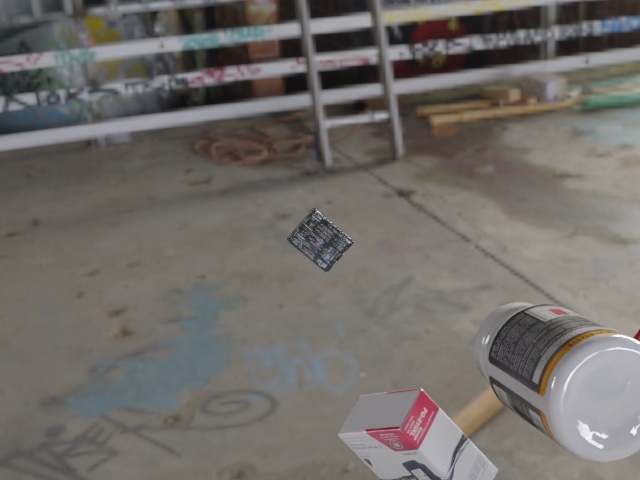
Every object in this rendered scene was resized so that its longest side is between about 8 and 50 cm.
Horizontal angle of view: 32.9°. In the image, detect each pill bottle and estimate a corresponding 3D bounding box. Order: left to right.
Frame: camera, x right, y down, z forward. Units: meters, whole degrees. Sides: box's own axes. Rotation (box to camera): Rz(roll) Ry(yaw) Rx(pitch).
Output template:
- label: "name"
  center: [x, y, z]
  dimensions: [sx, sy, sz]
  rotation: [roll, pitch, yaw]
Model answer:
- label: "pill bottle"
  center: [0.313, 0.171, 1.414]
  dimensions: [0.162, 0.162, 0.278]
  rotation: [-9, 11, -13]

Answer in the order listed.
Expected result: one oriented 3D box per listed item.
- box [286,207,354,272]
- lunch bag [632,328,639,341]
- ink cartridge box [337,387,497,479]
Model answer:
- label: "box"
  center: [0.000, 0.000, 1.694]
  dimensions: [0.067, 0.083, 0.018]
  rotation: [-49, 17, 6]
- label: "lunch bag"
  center: [0.583, 0.239, 1.634]
  dimensions: [0.120, 0.258, 0.293]
  rotation: [-11, 57, -16]
- label: "ink cartridge box"
  center: [0.177, 0.385, 1.963]
  dimensions: [0.172, 0.237, 0.100]
  rotation: [-16, 32, 49]
